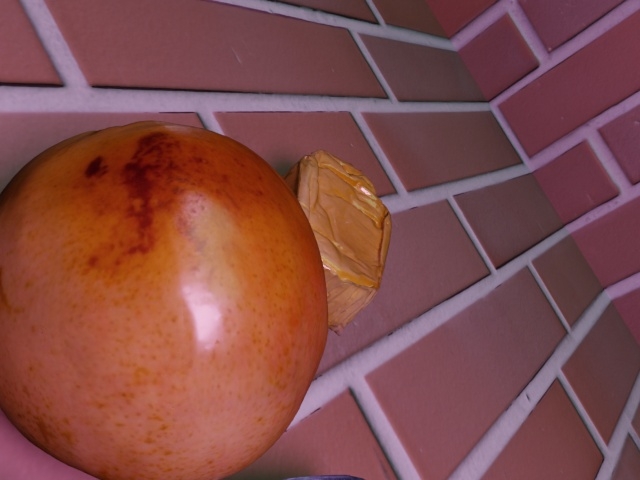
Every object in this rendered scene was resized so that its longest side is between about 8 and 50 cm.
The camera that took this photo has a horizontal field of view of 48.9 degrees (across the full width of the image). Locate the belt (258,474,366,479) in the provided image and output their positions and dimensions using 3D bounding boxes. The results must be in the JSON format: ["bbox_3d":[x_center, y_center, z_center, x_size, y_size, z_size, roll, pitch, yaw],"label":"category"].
[{"bbox_3d":[-0.024,0.269,0.662,0.190,0.141,0.082,20,48,-45],"label":"belt"}]

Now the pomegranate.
[{"bbox_3d":[-0.134,0.062,0.589,0.319,0.319,0.319,34,38,-31],"label":"pomegranate"}]

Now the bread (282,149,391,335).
[{"bbox_3d":[0.000,0.000,0.949,0.179,0.133,0.250,36,35,-27],"label":"bread"}]
